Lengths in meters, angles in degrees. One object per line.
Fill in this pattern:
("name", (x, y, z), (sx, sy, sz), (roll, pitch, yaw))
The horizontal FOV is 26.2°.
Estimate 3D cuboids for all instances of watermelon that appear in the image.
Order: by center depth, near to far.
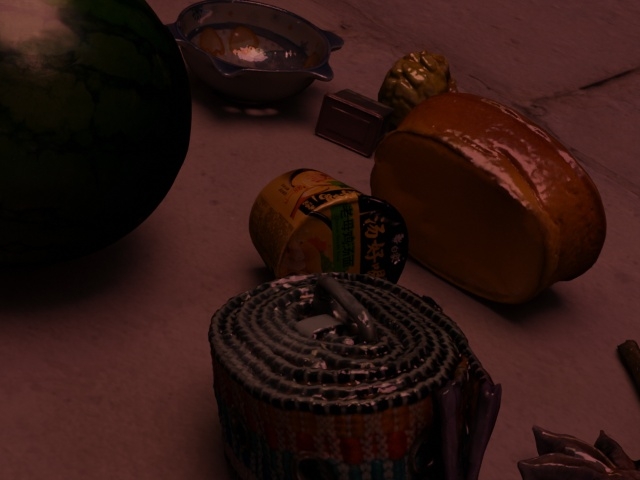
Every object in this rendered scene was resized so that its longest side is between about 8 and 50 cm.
("watermelon", (-0.307, -0.137, 1.359), (0.363, 0.363, 0.363), (10, 32, -6))

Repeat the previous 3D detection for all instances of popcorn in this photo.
("popcorn", (0.134, -0.195, 1.821), (0.106, 0.120, 0.116), (41, 76, 8))

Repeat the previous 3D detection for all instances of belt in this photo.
("belt", (0.018, 0.123, 1.169), (0.207, 0.160, 0.295), (-8, 21, -13))

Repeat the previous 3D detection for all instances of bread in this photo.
("bread", (0.184, -0.047, 1.530), (0.270, 0.195, 0.143), (36, 45, 24))

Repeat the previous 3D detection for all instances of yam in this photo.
("yam", (0.336, 0.143, 1.443), (0.033, 0.027, 0.129), (5, 32, -15))

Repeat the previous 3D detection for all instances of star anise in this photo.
("star anise", (0.270, 0.234, 1.225), (0.230, 0.081, 0.262), (34, 27, 29))

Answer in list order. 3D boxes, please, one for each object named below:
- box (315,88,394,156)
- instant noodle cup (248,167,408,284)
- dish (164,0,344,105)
("box", (0.047, -0.155, 1.773), (0.085, 0.060, 0.063), (24, 26, 18))
("instant noodle cup", (0.000, 0.000, 1.446), (0.151, 0.151, 0.122), (-5, 25, -26))
("dish", (-0.095, -0.228, 1.805), (0.236, 0.086, 0.228), (12, 33, -3))
